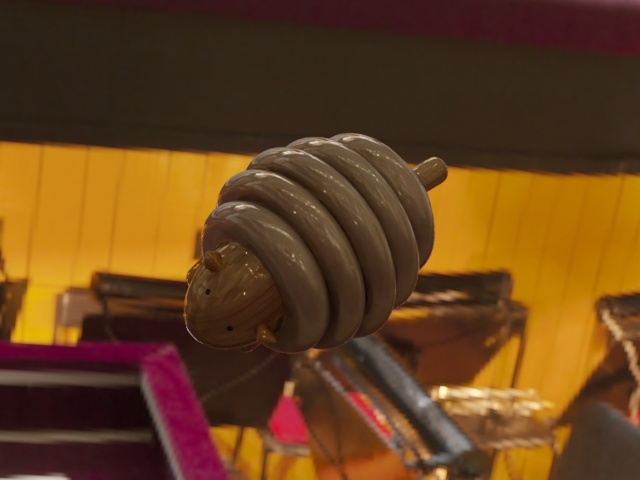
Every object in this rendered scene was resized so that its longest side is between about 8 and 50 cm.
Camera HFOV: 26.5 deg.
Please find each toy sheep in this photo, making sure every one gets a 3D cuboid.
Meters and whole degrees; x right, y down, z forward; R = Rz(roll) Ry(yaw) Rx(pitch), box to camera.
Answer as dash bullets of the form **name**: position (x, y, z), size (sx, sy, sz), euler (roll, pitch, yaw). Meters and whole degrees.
- **toy sheep**: position (0.000, 0.000, 0.532), size (0.091, 0.091, 0.132), euler (24, 50, 39)
